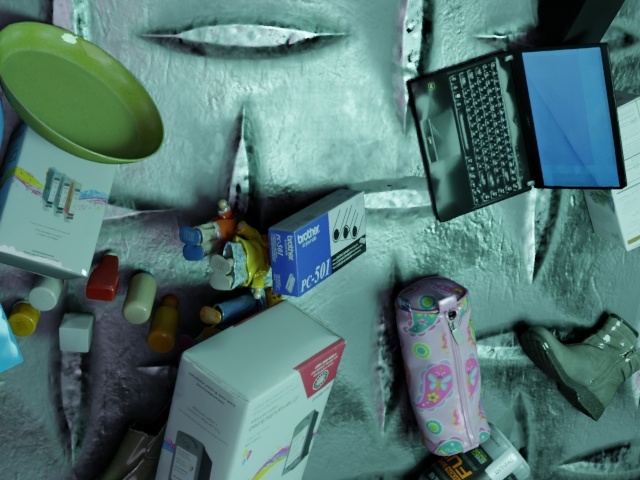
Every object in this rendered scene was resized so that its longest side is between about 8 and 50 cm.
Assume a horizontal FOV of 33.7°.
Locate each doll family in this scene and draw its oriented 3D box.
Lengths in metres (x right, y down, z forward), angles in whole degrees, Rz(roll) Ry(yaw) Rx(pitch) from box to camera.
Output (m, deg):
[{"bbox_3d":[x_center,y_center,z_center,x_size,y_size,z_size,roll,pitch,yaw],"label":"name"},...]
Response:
[{"bbox_3d":[-0.111,0.074,1.512,0.163,0.118,0.263,-27,125,-59],"label":"doll family"}]

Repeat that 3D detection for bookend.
[{"bbox_3d":[0.373,-0.382,1.564,0.072,0.156,0.157,-12,155,-15],"label":"bookend"}]

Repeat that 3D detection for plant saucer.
[{"bbox_3d":[-0.307,-0.178,1.330,0.241,0.241,0.037,30,120,-25],"label":"plant saucer"}]

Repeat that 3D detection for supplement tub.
[{"bbox_3d":[0.244,0.402,1.760,0.190,0.117,0.117,-39,115,-5],"label":"supplement tub"}]

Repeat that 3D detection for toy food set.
[{"bbox_3d":[-0.315,0.083,1.491,0.232,0.104,0.111,4,120,-2],"label":"toy food set"}]

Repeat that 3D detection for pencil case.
[{"bbox_3d":[0.195,0.199,1.676,0.124,0.124,0.284,-16,113,-14],"label":"pencil case"}]

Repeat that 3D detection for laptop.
[{"bbox_3d":[0.297,-0.156,1.586,0.264,0.136,0.234,-20,112,-12],"label":"laptop"}]

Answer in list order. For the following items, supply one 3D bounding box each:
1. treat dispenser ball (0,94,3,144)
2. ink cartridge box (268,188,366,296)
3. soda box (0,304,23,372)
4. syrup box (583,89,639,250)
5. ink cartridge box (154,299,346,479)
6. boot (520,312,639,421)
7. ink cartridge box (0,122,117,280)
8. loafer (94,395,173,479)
[{"bbox_3d":[-0.516,-0.143,1.222,0.288,0.288,0.288,-6,109,-17],"label":"treat dispenser ball"},{"bbox_3d":[0.000,0.000,1.514,0.207,0.046,0.097,-32,124,-54],"label":"ink cartridge box"},{"bbox_3d":[-0.477,0.080,1.419,0.071,0.067,0.210,-27,113,-28],"label":"soda box"},{"bbox_3d":[0.475,-0.113,1.686,0.096,0.093,0.237,-26,114,-10],"label":"syrup box"},{"bbox_3d":[-0.106,0.266,1.492,0.226,0.131,0.306,-28,140,-49],"label":"ink cartridge box"},{"bbox_3d":[0.451,0.180,1.791,0.161,0.083,0.246,-48,121,-7],"label":"boot"},{"bbox_3d":[-0.353,-0.050,1.369,0.127,0.128,0.176,19,77,-25],"label":"ink cartridge box"},{"bbox_3d":[-0.268,0.311,1.574,0.251,0.094,0.087,-41,110,-13],"label":"loafer"}]
